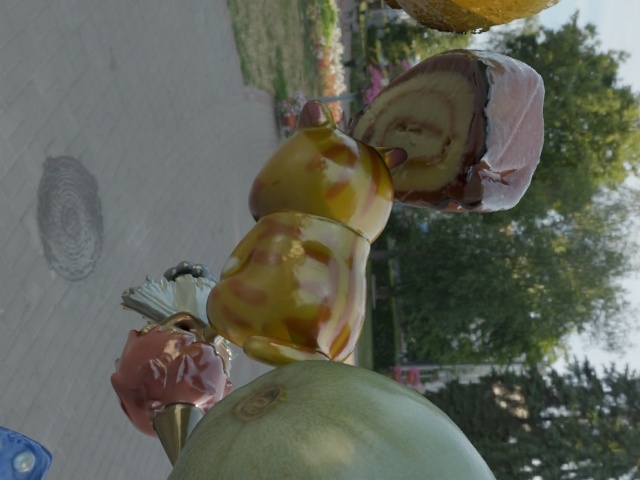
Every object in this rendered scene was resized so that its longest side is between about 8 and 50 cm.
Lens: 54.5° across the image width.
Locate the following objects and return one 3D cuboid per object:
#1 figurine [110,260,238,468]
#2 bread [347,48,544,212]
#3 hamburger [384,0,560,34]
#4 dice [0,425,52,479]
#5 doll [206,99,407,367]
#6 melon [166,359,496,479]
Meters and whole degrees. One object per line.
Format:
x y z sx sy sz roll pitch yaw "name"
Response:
-0.187 0.156 0.841 0.207 0.166 0.387 54 9 -23 "figurine"
0.144 -0.128 0.730 0.244 0.123 0.190 16 -86 54 "bread"
0.100 -0.326 0.526 0.304 0.174 0.284 49 -17 -24 "hamburger"
-0.556 0.401 1.050 0.143 0.146 0.147 -34 -151 53 "dice"
-0.014 0.011 0.650 0.166 0.162 0.270 27 65 -42 "doll"
0.015 0.232 0.404 0.272 0.271 0.308 -82 180 -62 "melon"
